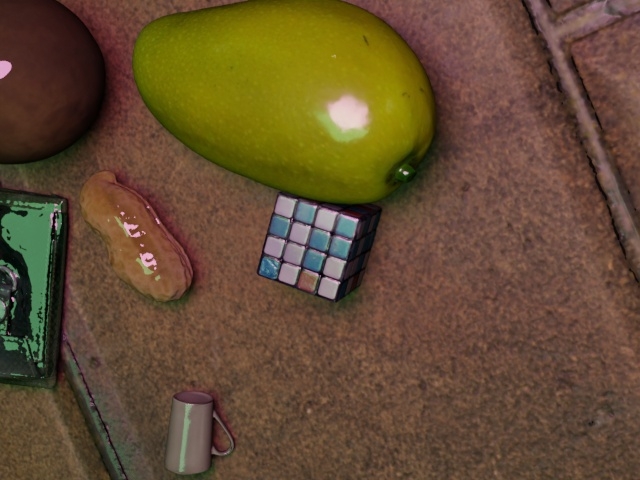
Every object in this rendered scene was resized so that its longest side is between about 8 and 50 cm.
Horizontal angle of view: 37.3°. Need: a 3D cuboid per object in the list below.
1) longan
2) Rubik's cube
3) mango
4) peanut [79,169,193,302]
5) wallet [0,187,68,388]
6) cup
[{"bbox_3d":[-0.332,-0.175,1.013,0.220,0.196,0.197,1,100,52],"label":"longan"},{"bbox_3d":[0.000,0.000,0.985,0.092,0.092,0.092,19,103,14],"label":"Rubik's cube"},{"bbox_3d":[-0.046,-0.153,0.943,0.343,0.156,0.192,20,88,21],"label":"mango"},{"bbox_3d":[-0.212,-0.001,1.065,0.080,0.080,0.174,-40,82,19],"label":"peanut"},{"bbox_3d":[-0.385,0.054,1.143,0.160,0.055,0.236,8,100,10],"label":"wallet"},{"bbox_3d":[-0.140,0.221,1.086,0.075,0.054,0.083,9,99,18],"label":"cup"}]
